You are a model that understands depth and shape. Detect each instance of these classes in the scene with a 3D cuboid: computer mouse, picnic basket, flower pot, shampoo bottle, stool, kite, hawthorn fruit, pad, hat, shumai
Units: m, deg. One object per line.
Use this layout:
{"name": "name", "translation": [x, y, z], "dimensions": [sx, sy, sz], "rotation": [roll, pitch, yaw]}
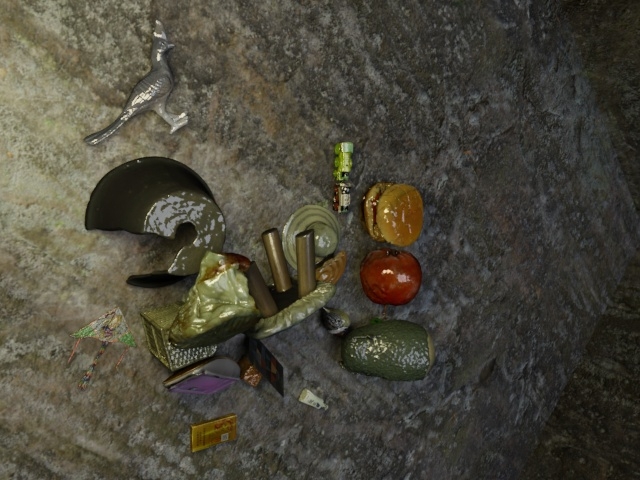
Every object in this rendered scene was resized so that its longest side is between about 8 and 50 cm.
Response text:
{"name": "computer mouse", "translation": [-0.341, 0.397, 1.513], "dimensions": [0.158, 0.072, 0.310], "rotation": [-27, 158, 4]}
{"name": "picnic basket", "translation": [-0.398, 0.260, 1.463], "dimensions": [0.154, 0.196, 0.134], "rotation": [-19, 106, -31]}
{"name": "flower pot", "translation": [-0.396, -0.042, 1.380], "dimensions": [0.379, 0.251, 0.380], "rotation": [-5, 99, -35]}
{"name": "shampoo bottle", "translation": [-0.020, 0.592, 1.901], "dimensions": [0.141, 0.034, 0.049], "rotation": [39, 70, -36]}
{"name": "stool", "translation": [-0.157, 0.120, 1.554], "dimensions": [0.310, 0.310, 0.226], "rotation": [-30, 108, -30]}
{"name": "kite", "translation": [-0.605, 0.300, 1.433], "dimensions": [0.198, 0.006, 0.244], "rotation": [26, 82, -37]}
{"name": "hawthorn fruit", "translation": [0.258, 0.165, 1.920], "dimensions": [0.241, 0.242, 0.272], "rotation": [-9, 111, -35]}
{"name": "pad", "translation": [-0.177, 0.406, 1.701], "dimensions": [0.003, 0.143, 0.211], "rotation": [-27, 121, 12]}
{"name": "hat", "translation": [0.000, 0.000, 1.763], "dimensions": [0.252, 0.110, 0.252], "rotation": [-7, 102, -34]}
{"name": "shumai", "translation": [-0.280, 0.154, 1.317], "dimensions": [0.222, 0.271, 0.204], "rotation": [23, 40, -65]}

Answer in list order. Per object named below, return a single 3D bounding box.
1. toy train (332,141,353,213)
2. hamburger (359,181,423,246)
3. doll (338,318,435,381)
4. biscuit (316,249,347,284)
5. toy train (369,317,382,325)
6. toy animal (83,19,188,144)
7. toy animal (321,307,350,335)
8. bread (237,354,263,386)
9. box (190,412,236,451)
{"name": "toy train", "translation": [0.078, -0.216, 1.800], "dimensions": [0.053, 0.085, 0.250], "rotation": [-2, 100, -19]}
{"name": "hamburger", "translation": [0.275, -0.101, 1.913], "dimensions": [0.244, 0.163, 0.245], "rotation": [-6, 101, -33]}
{"name": "doll", "translation": [0.244, 0.415, 1.918], "dimensions": [0.349, 0.247, 0.247], "rotation": [3, 97, -10]}
{"name": "biscuit", "translation": [0.011, 0.137, 1.806], "dimensions": [0.224, 0.033, 0.144], "rotation": [-35, 143, -16]}
{"name": "toy train", "translation": [0.242, 0.413, 2.055], "dimensions": [0.044, 0.042, 0.209], "rotation": [-25, 112, -30]}
{"name": "toy animal", "translation": [-0.450, -0.372, 1.386], "dimensions": [0.205, 0.081, 0.367], "rotation": [32, 86, -40]}
{"name": "toy animal", "translation": [0.042, 0.290, 1.860], "dimensions": [0.137, 0.098, 0.098], "rotation": [26, 82, -20]}
{"name": "bread", "translation": [-0.229, 0.426, 1.685], "dimensions": [0.076, 0.083, 0.070], "rotation": [39, 84, -31]}
{"name": "box", "translation": [-0.345, 0.622, 1.672], "dimensions": [0.156, 0.022, 0.089], "rotation": [-6, 103, -36]}
